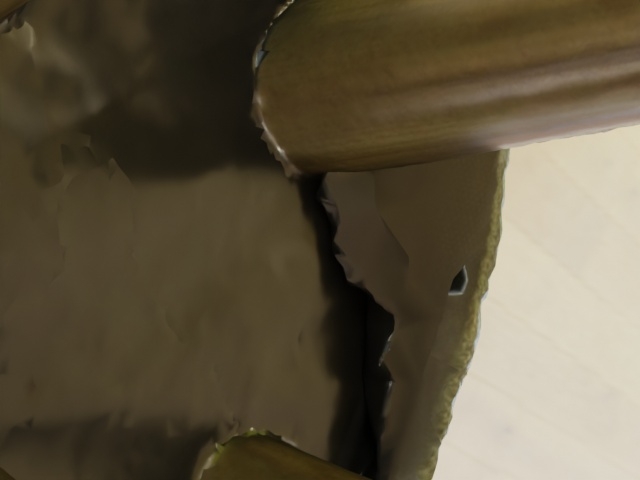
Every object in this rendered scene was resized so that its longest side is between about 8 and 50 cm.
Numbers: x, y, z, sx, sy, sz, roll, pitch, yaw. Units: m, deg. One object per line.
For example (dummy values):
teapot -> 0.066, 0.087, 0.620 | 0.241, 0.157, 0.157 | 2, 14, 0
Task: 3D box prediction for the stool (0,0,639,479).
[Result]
stool -> 0.000, 0.000, 0.381 | 0.310, 0.226, 0.310 | 16, 78, -47
